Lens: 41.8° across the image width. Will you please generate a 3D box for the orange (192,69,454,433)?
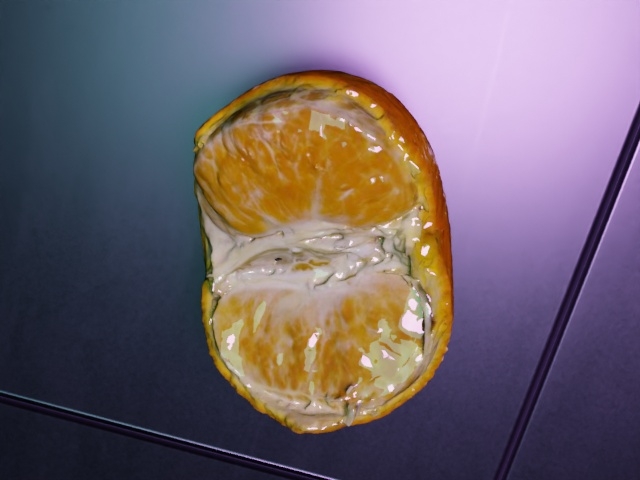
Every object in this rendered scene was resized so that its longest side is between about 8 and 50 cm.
[{"bbox_3d":[0.002,0.001,0.589,0.179,0.158,0.237,-8,102,14],"label":"orange"}]
